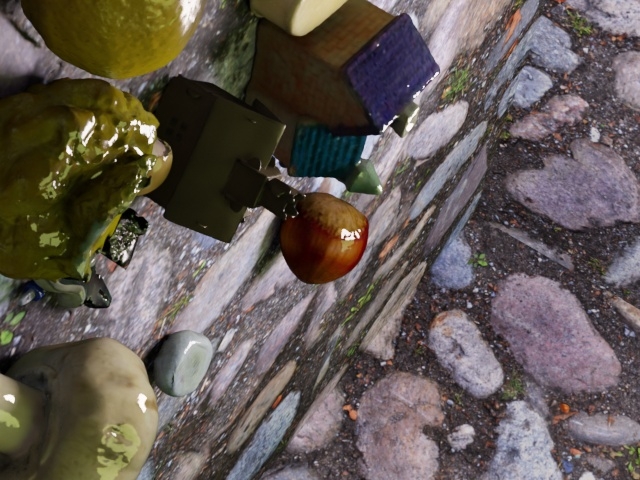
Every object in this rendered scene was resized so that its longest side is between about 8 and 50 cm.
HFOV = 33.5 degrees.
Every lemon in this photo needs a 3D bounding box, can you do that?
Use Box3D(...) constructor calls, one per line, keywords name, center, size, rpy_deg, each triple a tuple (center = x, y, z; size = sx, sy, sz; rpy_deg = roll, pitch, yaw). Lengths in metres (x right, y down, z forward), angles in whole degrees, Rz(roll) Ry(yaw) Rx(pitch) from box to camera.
Box3D(name="lemon", center=(-0.221, -0.286, 1.147), size=(0.204, 0.204, 0.260), rpy_deg=(-47, 159, -34))

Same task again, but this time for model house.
Box3D(name="model house", center=(0.044, -0.247, 1.840), size=(0.245, 0.280, 0.312), rpy_deg=(-46, 161, -36))
Box3D(name="model house", center=(-0.127, -0.111, 1.651), size=(0.211, 0.243, 0.204), rpy_deg=(-64, 162, 17))

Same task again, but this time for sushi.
Box3D(name="sushi", center=(-0.312, -0.013, 1.633), size=(0.084, 0.056, 0.083), rpy_deg=(-56, 157, -6))

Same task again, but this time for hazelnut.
Box3D(name="hazelnut", center=(0.000, 0.000, 2.322), size=(0.208, 0.208, 0.208), rpy_deg=(-51, 162, -24))

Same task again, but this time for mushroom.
Box3D(name="mushroom", center=(-0.414, 0.258, 1.529), size=(0.336, 0.314, 0.314), rpy_deg=(37, 84, -41))

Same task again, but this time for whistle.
Box3D(name="whistle", center=(-0.408, 0.068, 1.535), size=(0.083, 0.029, 0.033), rpy_deg=(-52, 159, -55))

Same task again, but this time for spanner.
Box3D(name="spanner", center=(-0.366, 0.046, 1.553), size=(0.325, 0.040, 0.095), rpy_deg=(66, 35, -68))

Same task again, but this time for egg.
Box3D(name="egg", center=(-0.261, -0.111, 1.558), size=(0.096, 0.080, 0.080), rpy_deg=(-50, 168, 24))

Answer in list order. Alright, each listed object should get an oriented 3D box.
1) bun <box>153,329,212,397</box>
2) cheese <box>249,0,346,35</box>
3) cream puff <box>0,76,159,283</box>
Box3D(name="bun", center=(-0.282, 0.240, 2.117), size=(0.141, 0.083, 0.141), rpy_deg=(-45, 149, -37))
Box3D(name="cheese", center=(0.017, -0.483, 1.652), size=(0.384, 0.104, 0.384), rpy_deg=(-51, 162, -23))
Box3D(name="cream puff", center=(-0.301, -0.066, 1.308), size=(0.282, 0.185, 0.282), rpy_deg=(-41, 145, -37))
